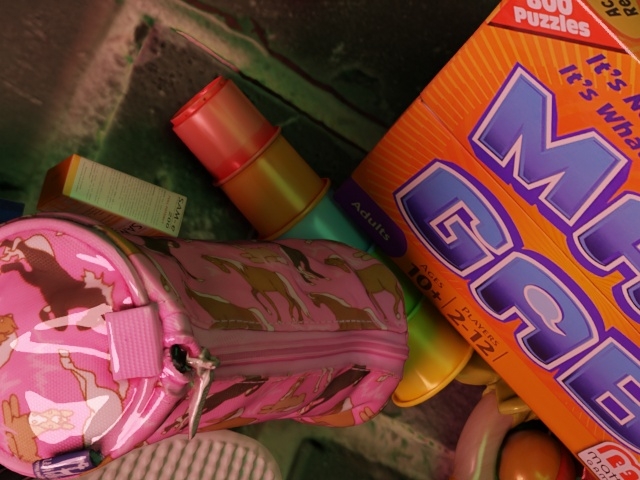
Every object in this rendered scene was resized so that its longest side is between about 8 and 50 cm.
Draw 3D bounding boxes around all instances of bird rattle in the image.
[{"bbox_3d":[0.205,0.188,1.193,0.253,0.143,0.207,38,75,-34],"label":"bird rattle"}]

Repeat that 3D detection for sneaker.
[{"bbox_3d":[-0.180,0.204,0.930,0.321,0.127,0.126,-6,87,-41],"label":"sneaker"}]

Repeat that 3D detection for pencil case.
[{"bbox_3d":[-0.074,0.066,0.886,0.167,0.160,0.386,52,19,18],"label":"pencil case"}]

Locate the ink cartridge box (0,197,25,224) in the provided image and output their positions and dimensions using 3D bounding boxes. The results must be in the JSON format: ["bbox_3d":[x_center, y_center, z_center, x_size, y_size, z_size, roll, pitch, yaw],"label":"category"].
[{"bbox_3d":[-0.287,0.064,0.828,0.165,0.065,0.332,12,48,-16],"label":"ink cartridge box"}]

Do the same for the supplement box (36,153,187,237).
[{"bbox_3d":[-0.163,-0.029,1.014,0.098,0.062,0.036,21,70,-26],"label":"supplement box"}]

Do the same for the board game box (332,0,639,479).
[{"bbox_3d":[0.301,-0.073,0.993,0.356,0.356,0.356,47,59,2],"label":"board game box"}]

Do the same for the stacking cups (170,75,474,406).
[{"bbox_3d":[0.000,0.000,1.088,0.316,0.096,0.096,48,61,-15],"label":"stacking cups"}]
